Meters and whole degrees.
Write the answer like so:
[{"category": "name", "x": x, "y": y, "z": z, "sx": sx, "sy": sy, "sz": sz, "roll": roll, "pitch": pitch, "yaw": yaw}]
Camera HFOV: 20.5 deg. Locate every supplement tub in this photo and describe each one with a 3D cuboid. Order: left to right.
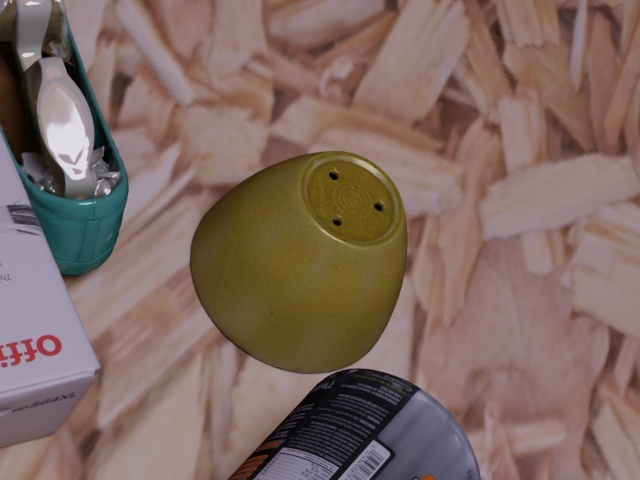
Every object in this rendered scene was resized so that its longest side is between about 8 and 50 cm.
[{"category": "supplement tub", "x": -0.006, "y": 0.165, "z": 0.944, "sx": 0.117, "sy": 0.117, "sz": 0.190, "roll": 42, "pitch": 51, "yaw": 4}]

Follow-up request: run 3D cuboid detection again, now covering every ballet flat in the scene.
[{"category": "ballet flat", "x": -0.169, "y": -0.100, "z": 1.055, "sx": 0.083, "sy": 0.087, "sz": 0.247, "roll": -8, "pitch": 63, "yaw": -31}]

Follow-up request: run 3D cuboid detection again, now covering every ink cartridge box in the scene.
[{"category": "ink cartridge box", "x": -0.229, "y": 0.017, "z": 0.947, "sx": 0.148, "sy": 0.086, "sz": 0.203, "roll": -12, "pitch": 66, "yaw": -32}]

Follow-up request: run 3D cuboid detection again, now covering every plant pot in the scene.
[{"category": "plant pot", "x": 0.000, "y": 0.000, "z": 1.070, "sx": 0.134, "sy": 0.095, "sz": 0.134, "roll": 13, "pitch": 55, "yaw": -19}]
